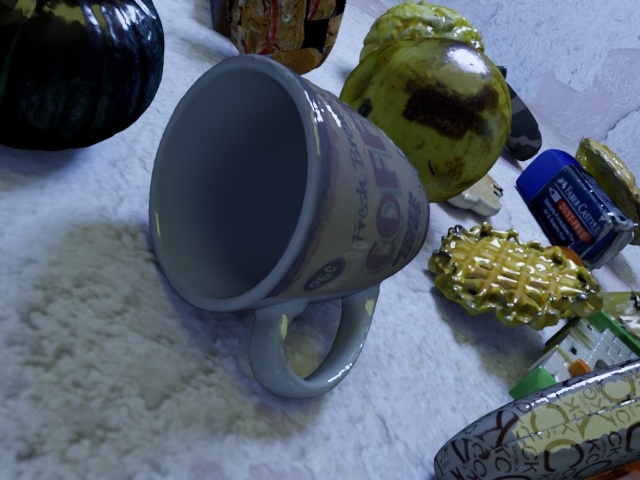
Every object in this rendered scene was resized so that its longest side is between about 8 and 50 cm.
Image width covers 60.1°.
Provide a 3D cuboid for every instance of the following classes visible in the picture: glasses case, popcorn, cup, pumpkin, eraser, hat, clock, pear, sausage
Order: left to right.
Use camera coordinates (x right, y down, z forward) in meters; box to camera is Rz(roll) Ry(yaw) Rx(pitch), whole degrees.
[{"bbox_3d":[-0.257,-0.220,0.516,0.248,0.248,0.248,27,32,-18],"label":"pumpkin"},{"bbox_3d":[0.000,0.000,0.556,0.257,0.227,0.301,9,69,-45],"label":"cup"},{"bbox_3d":[0.222,-0.425,1.298,0.282,0.282,0.247,20,37,-28],"label":"popcorn"},{"bbox_3d":[0.169,-0.201,0.912,0.283,0.284,0.284,27,32,-18],"label":"pear"},{"bbox_3d":[0.456,-0.382,1.622,0.366,0.257,0.382,-88,158,-72],"label":"hat"},{"bbox_3d":[0.443,0.054,1.044,0.179,0.089,0.089,9,41,-48],"label":"sausage"},{"bbox_3d":[0.599,-0.086,1.323,0.101,0.155,0.332,21,34,-24],"label":"eraser"},{"bbox_3d":[0.277,0.177,0.545,0.354,0.137,0.085,-10,56,-17],"label":"glasses case"},{"bbox_3d":[0.378,0.229,0.731,0.220,0.106,0.255,48,36,19],"label":"clock"}]

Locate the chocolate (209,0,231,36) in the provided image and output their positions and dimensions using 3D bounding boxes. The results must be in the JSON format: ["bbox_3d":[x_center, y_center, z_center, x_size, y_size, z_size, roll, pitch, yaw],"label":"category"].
[{"bbox_3d":[-0.174,-0.523,1.162,0.111,0.112,0.321,11,40,-23],"label":"chocolate"}]

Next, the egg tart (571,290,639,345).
[{"bbox_3d":[0.579,0.186,0.972,0.315,0.120,0.315,27,35,-21],"label":"egg tart"}]

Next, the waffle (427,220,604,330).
[{"bbox_3d":[0.285,0.044,0.849,0.262,0.060,0.280,0,28,-20],"label":"waffle"}]

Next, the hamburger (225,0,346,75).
[{"bbox_3d":[-0.060,-0.397,0.985,0.231,0.231,0.107,-2,41,-48],"label":"hamburger"}]

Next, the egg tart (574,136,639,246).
[{"bbox_3d":[0.740,-0.111,1.455,0.345,0.132,0.345,56,16,-25],"label":"egg tart"}]

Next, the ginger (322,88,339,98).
[{"bbox_3d":[0.025,-0.224,0.994,0.165,0.067,0.096,18,23,-33],"label":"ginger"}]

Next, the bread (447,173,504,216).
[{"bbox_3d":[0.265,-0.162,1.175,0.316,0.054,0.316,27,33,-19],"label":"bread"}]
